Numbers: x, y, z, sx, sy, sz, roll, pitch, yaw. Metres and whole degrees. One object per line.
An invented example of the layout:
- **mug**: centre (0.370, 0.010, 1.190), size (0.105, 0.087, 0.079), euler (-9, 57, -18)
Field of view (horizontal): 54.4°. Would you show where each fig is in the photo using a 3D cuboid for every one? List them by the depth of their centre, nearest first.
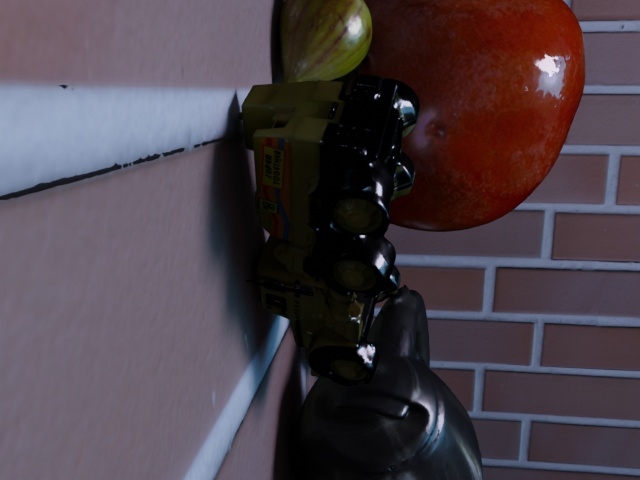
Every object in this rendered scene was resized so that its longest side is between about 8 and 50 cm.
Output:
- **fig**: centre (0.000, -0.166, 0.570), size (0.093, 0.093, 0.166), euler (79, 18, -58)

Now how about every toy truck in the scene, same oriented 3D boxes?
- **toy truck**: centre (0.005, 0.002, 0.497), size (0.257, 0.127, 0.127), euler (85, 17, -45)

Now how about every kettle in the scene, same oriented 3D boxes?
- **kettle**: centre (0.088, 0.220, 0.745), size (0.324, 0.229, 0.320), euler (76, 28, -48)

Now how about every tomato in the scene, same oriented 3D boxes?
- **tomato**: centre (0.136, -0.176, 0.740), size (0.325, 0.290, 0.293), euler (-128, -138, -58)
